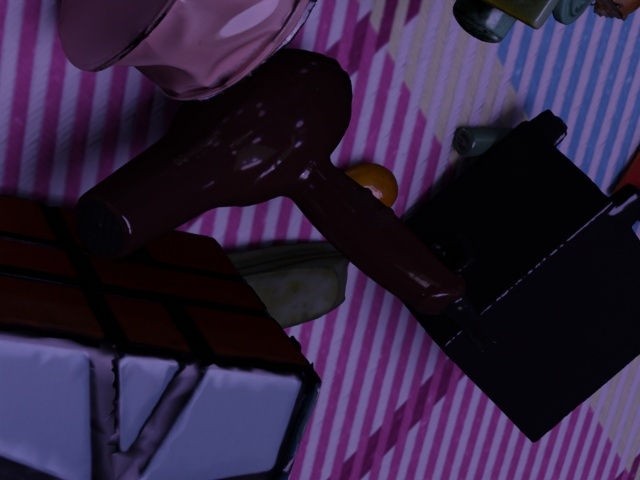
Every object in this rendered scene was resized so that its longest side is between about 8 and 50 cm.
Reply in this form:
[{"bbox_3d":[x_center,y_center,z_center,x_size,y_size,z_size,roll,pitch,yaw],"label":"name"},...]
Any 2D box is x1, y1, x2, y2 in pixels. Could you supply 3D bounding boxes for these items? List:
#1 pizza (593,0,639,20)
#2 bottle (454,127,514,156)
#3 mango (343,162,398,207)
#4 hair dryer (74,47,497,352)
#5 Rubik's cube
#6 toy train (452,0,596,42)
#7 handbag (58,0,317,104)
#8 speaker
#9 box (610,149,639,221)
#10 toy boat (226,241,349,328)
[{"bbox_3d":[0.279,-0.372,1.336,0.226,0.086,0.336,-16,123,-29],"label":"pizza"},{"bbox_3d":[0.182,-0.105,1.454,0.083,0.030,0.030,-4,117,-37],"label":"bottle"},{"bbox_3d":[0.035,-0.048,1.368,0.089,0.046,0.060,-5,116,-21],"label":"mango"},{"bbox_3d":[0.000,0.000,1.155,0.312,0.340,0.123,-44,175,-45],"label":"hair dryer"},{"bbox_3d":[-0.202,0.148,1.103,0.293,0.283,0.289,10,108,-24],"label":"Rubik's cube"},{"bbox_3d":[0.214,-0.335,1.122,0.369,0.150,0.237,-60,163,6],"label":"toy train"},{"bbox_3d":[-0.102,-0.204,1.080,0.205,0.179,0.116,-41,134,23],"label":"handbag"},{"bbox_3d":[0.227,0.035,1.447,0.254,0.184,0.232,-42,132,4],"label":"speaker"},{"bbox_3d":[0.508,-0.127,1.651,0.197,0.089,0.313,33,92,-45],"label":"box"},{"bbox_3d":[-0.085,0.057,1.326,0.293,0.055,0.093,-8,118,-34],"label":"toy boat"}]
